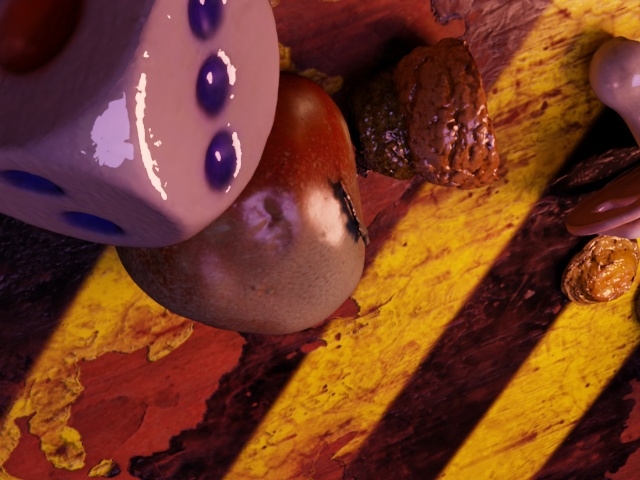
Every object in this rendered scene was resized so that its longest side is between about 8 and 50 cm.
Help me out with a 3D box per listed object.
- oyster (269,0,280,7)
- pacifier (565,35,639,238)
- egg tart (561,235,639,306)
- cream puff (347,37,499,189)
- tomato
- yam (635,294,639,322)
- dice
[{"bbox_3d":[-0.040,-0.380,1.381,0.110,0.166,0.341,-9,145,-31],"label":"oyster"},{"bbox_3d":[0.438,-0.115,1.757,0.332,0.220,0.273,-33,134,-19],"label":"pacifier"},{"bbox_3d":[0.399,0.046,1.971,0.130,0.052,0.130,-14,132,-16],"label":"egg tart"},{"bbox_3d":[0.107,-0.131,1.626,0.169,0.183,0.183,-15,131,0],"label":"cream puff"},{"bbox_3d":[-0.073,-0.034,1.546,0.303,0.239,0.303,-15,133,-16],"label":"tomato"},{"bbox_3d":[0.616,0.135,1.991,0.195,0.300,0.195,-19,128,-26],"label":"yam"},{"bbox_3d":[-0.202,-0.149,1.340,0.251,0.243,0.259,41,59,-58],"label":"dice"}]
